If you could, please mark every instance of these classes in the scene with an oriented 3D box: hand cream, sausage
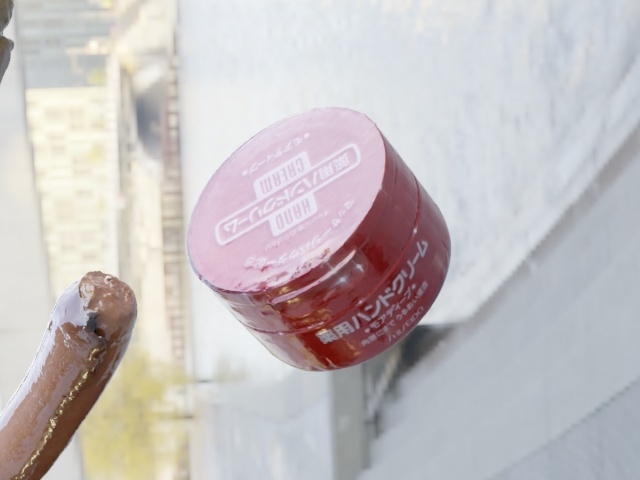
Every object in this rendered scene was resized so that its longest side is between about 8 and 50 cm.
[{"bbox_3d":[0.000,0.000,1.305,0.125,0.193,0.193,47,-156,-40],"label":"hand cream"},{"bbox_3d":[-0.136,0.080,0.766,0.177,0.047,0.040,-52,7,35],"label":"sausage"}]

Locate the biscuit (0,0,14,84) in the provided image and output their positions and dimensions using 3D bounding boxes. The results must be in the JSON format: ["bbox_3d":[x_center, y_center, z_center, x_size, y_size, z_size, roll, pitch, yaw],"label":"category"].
[{"bbox_3d":[-0.349,-0.145,1.231,0.075,0.296,0.296,30,-130,-57],"label":"biscuit"}]
